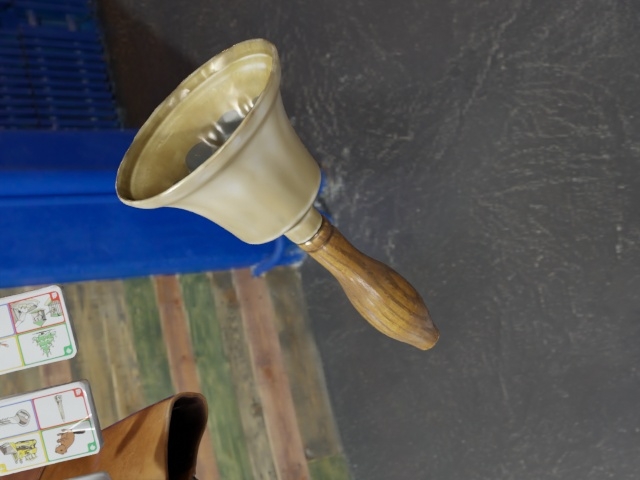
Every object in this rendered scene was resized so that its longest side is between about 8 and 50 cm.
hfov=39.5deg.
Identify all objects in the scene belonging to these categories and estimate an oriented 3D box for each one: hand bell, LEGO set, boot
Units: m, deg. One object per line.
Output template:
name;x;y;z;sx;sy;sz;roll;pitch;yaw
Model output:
hand bell;0.000;0.000;0.576;0.126;0.242;0.126;-30;35;24
LEGO set;-0.266;0.145;0.623;0.060;0.244;0.182;-17;-88;-85
boot;-0.194;0.271;0.709;0.280;0.096;0.264;-17;52;35
